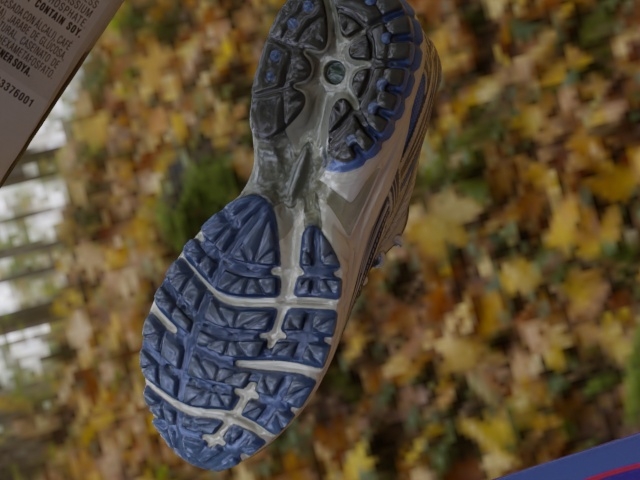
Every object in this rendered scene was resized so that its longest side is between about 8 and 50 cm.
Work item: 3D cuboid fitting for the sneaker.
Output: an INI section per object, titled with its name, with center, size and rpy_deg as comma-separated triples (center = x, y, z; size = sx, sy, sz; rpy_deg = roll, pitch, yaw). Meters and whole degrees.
[sneaker]
center = 0.000, 0.000, 0.491
size = 0.135, 0.052, 0.058
rpy_deg = -65, -23, 7

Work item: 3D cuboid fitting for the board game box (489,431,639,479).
[board game box]
center = 0.127, 0.175, 0.277
size = 0.347, 0.233, 0.078
rpy_deg = 54, 147, 40

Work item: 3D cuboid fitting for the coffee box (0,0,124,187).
[coffee box]
center = -0.141, -0.136, 0.700
size = 0.119, 0.297, 0.168
rpy_deg = 35, 174, -28
